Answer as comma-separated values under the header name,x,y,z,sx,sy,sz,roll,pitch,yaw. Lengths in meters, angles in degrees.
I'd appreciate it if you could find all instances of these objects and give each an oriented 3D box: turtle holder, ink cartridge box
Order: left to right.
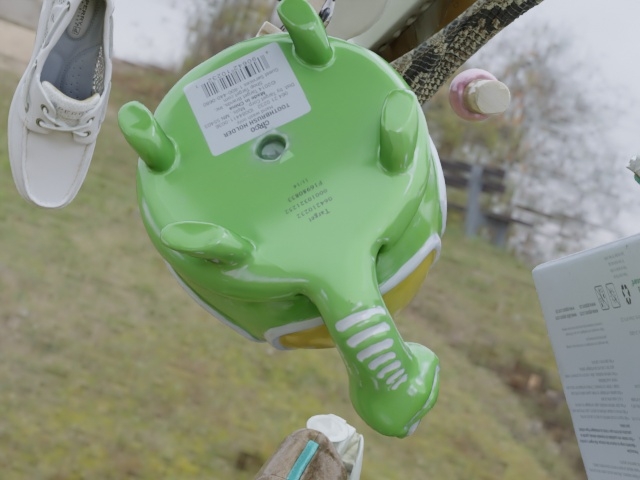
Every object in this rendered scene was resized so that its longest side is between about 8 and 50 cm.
name,x,y,z,sx,sy,sz,roll,pitch,yaw
turtle holder,0.007,-0.016,1.241,0.320,0.243,0.227,28,-21,32
ink cartridge box,0.278,0.158,1.226,0.071,0.330,0.324,-16,-3,-9

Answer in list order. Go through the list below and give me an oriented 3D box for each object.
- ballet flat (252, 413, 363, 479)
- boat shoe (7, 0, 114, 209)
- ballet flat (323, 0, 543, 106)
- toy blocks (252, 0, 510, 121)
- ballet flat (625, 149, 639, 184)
name,x,y,z,sx,sy,sz,roll,pitch,yaw
ballet flat,-0.006,0.243,1.626,0.116,0.124,0.342,24,-7,10
boat shoe,-0.280,-0.156,1.683,0.098,0.277,0.096,5,17,-20
ballet flat,0.149,-0.288,1.564,0.182,0.483,0.164,16,39,-48
toy blocks,0.033,-0.150,1.905,0.309,0.288,0.260,30,5,-8
ballet flat,0.476,-0.066,1.481,0.147,0.147,0.409,20,5,-41
